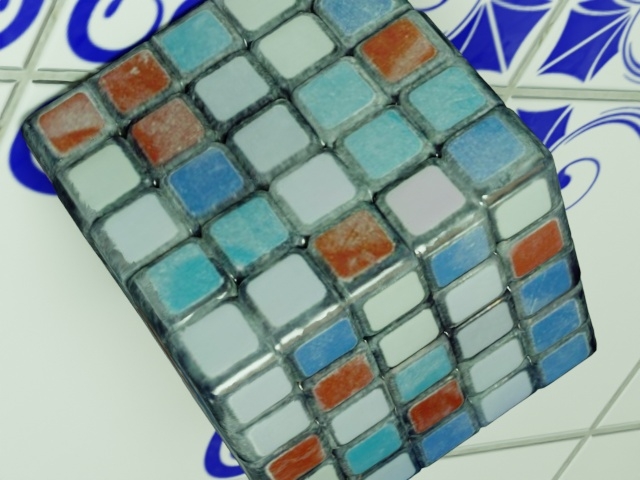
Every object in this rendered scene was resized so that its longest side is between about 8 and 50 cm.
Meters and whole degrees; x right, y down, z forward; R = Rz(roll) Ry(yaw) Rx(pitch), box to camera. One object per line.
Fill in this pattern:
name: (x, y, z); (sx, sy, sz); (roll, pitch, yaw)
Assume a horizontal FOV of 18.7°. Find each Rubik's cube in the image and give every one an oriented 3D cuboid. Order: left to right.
Rubik's cube: (0.000, 0.000, 1.435); (0.287, 0.292, 0.293); (-34, 149, -6)
